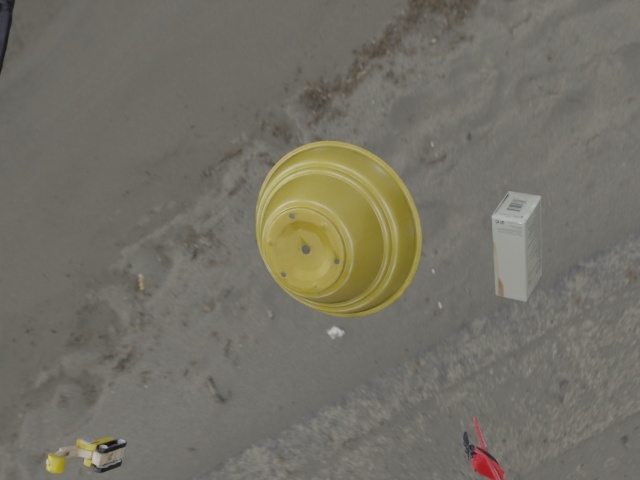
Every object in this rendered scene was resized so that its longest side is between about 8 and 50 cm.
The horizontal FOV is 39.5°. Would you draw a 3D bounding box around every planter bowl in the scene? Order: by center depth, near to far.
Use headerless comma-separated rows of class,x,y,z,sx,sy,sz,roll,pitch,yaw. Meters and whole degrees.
planter bowl,0.000,0.000,1.023,0.217,0.090,0.217,7,108,24

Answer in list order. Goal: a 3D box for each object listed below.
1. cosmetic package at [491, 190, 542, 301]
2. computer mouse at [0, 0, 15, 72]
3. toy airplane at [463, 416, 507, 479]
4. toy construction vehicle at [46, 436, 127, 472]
cosmetic package,0.230,0.007,1.037,0.041,0.115,0.060,12,38,29
computer mouse,-0.247,-0.072,0.500,0.060,0.184,0.262,11,95,6
toy airplane,0.214,0.283,1.071,0.028,0.151,0.151,-39,68,14
toy construction vehicle,-0.210,0.217,0.791,0.035,0.098,0.086,19,100,26
